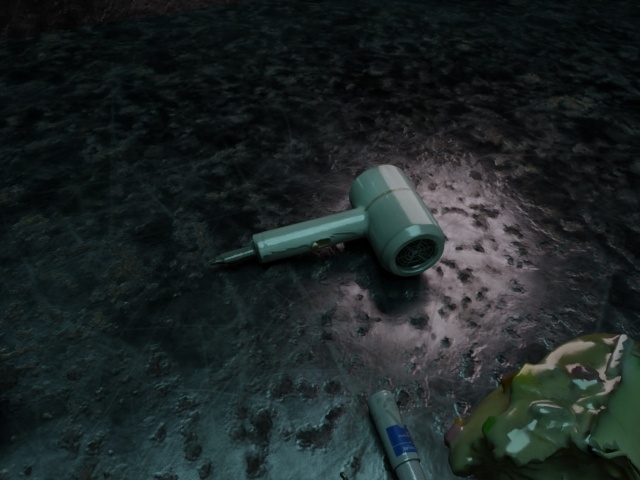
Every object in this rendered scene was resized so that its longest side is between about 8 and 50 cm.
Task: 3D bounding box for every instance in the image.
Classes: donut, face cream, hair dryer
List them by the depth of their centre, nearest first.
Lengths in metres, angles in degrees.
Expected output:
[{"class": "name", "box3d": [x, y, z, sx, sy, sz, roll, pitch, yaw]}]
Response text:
[{"class": "donut", "box3d": [0.245, 0.256, 0.361, 0.307, 0.150, 0.372, -3, 72, -33]}, {"class": "face cream", "box3d": [0.089, 0.233, 0.550, 0.034, 0.034, 0.130, -9, 44, -12]}, {"class": "hair dryer", "box3d": [0.000, 0.000, 0.773, 0.356, 0.108, 0.173, -15, 44, -6]}]

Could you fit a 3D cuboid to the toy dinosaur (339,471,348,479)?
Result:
[{"class": "toy dinosaur", "box3d": [0.008, 0.292, 0.428, 0.326, 0.113, 0.207, 9, 38, 12]}]
